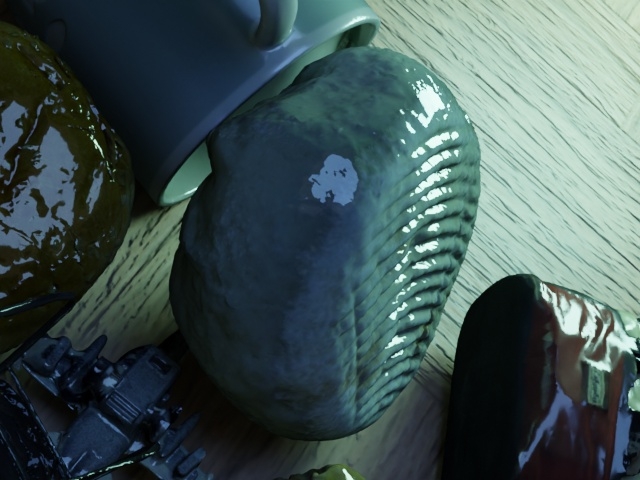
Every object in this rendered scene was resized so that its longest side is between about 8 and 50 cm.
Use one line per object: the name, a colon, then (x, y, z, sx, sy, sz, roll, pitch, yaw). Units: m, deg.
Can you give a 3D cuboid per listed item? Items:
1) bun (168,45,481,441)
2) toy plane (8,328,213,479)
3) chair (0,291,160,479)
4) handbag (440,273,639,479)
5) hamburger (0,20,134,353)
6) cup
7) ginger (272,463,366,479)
bun: (-0.001, 0.006, 1.281, 0.194, 0.354, 0.354, 22, 43, 24)
toy plane: (-0.146, 0.117, 1.250, 0.192, 0.088, 0.262, 39, 48, -1)
chair: (-0.257, 0.160, 1.098, 0.140, 0.221, 0.145, 59, 29, 11)
handbag: (0.228, 0.166, 1.407, 0.181, 0.181, 0.254, 20, 56, -19)
hamburger: (-0.295, -0.037, 1.177, 0.285, 0.134, 0.265, -39, 93, -25)
cup: (-0.122, -0.229, 1.305, 0.259, 0.357, 0.274, -39, 84, -18)
ginger: (0.024, 0.309, 1.232, 0.116, 0.109, 0.263, 17, 54, -45)
